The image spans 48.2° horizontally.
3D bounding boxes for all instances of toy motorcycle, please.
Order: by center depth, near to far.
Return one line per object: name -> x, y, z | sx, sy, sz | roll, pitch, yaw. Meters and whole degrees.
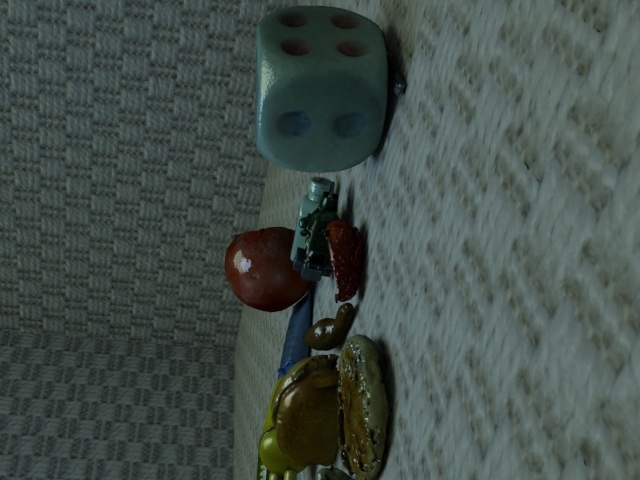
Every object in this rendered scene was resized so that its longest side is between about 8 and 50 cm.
toy motorcycle -> 0.000, 0.000, 1.759 | 0.274, 0.125, 0.187 | 105, 176, -46

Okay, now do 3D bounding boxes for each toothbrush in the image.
toothbrush -> 0.140, -0.382, 1.491 | 0.321, 0.023, 0.031 | -98, 21, -52

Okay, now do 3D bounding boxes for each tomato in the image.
tomato -> -0.148, 0.086, 2.081 | 0.265, 0.265, 0.264 | -173, 90, -79

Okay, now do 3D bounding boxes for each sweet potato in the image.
sweet potato -> 0.022, 0.209, 1.639 | 0.269, 0.075, 0.074 | 134, 143, -56

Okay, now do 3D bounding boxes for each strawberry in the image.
strawberry -> 0.058, 0.044, 1.554 | 0.121, 0.082, 0.188 | 73, -173, -65

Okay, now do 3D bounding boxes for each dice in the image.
dice -> -0.008, -0.321, 1.520 | 0.264, 0.263, 0.268 | 97, 169, -45

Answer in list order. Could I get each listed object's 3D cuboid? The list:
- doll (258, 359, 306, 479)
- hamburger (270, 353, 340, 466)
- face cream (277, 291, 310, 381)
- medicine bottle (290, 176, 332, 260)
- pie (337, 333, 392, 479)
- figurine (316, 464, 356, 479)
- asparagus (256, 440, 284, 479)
doll -> -0.092, 0.481, 1.840 | 0.199, 0.145, 0.363 | -22, 52, 37
hamburger -> -0.032, 0.370, 1.587 | 0.144, 0.157, 0.283 | -103, 20, -62
face cream -> -0.073, 0.344, 2.021 | 0.135, 0.086, 0.385 | 135, 146, -57
medicine bottle -> -0.018, -0.056, 1.920 | 0.121, 0.083, 0.228 | -41, -34, -59
pie -> 0.074, 0.312, 1.336 | 0.274, 0.055, 0.274 | -179, 90, -79
figurine -> 0.019, 0.517, 1.393 | 0.147, 0.094, 0.197 | -80, 3, -53
asparagus -> -0.129, 0.672, 2.028 | 0.108, 0.128, 0.381 | -24, 50, 34
